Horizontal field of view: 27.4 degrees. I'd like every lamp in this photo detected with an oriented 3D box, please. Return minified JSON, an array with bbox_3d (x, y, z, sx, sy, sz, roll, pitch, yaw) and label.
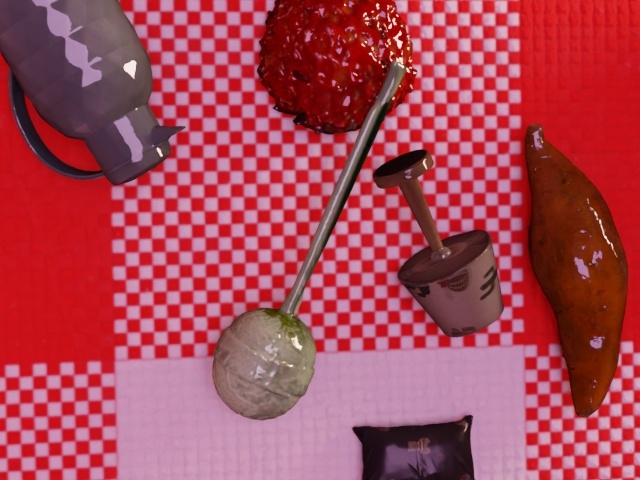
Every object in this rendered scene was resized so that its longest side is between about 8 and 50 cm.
[{"bbox_3d":[0.138,0.004,1.529,0.121,0.121,0.215,-27,107,-8],"label":"lamp"}]

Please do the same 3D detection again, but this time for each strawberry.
[{"bbox_3d":[0.021,-0.243,1.512,0.190,0.111,0.237,-4,91,-7],"label":"strawberry"}]

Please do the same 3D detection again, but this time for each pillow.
[{"bbox_3d":[0.116,0.260,1.571,0.150,0.048,0.091,-2,94,-7],"label":"pillow"}]

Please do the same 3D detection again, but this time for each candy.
[{"bbox_3d":[0.000,0.000,1.496,0.119,0.119,0.440,24,94,-9],"label":"candy"}]

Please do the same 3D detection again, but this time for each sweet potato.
[{"bbox_3d":[0.310,0.030,1.569,0.112,0.112,0.359,-17,91,-8],"label":"sweet potato"}]

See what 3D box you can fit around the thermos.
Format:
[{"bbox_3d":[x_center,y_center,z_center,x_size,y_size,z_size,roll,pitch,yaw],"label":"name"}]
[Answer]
[{"bbox_3d":[-0.280,-0.192,1.456,0.182,0.145,0.287,-25,97,24],"label":"thermos"}]
